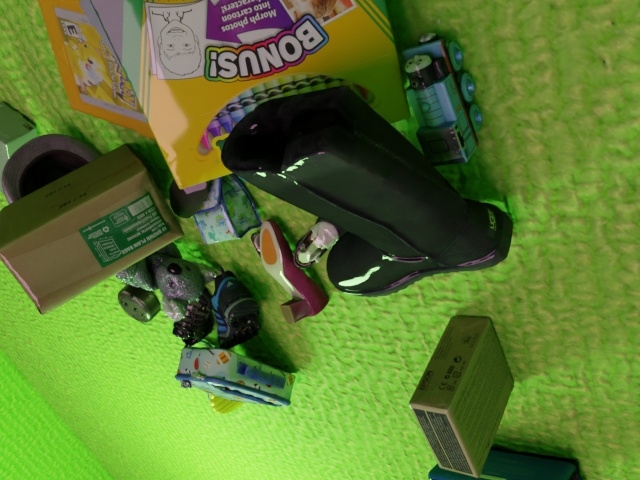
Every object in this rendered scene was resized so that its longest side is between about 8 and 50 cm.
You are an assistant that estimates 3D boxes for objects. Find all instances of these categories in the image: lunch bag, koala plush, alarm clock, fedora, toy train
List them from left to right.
[{"bbox_3d":[-0.631,-0.125,1.479,0.275,0.244,0.124,44,170,-20],"label":"fedora"},{"bbox_3d":[-0.555,0.204,1.824,0.129,0.064,0.192,26,142,14],"label":"alarm clock"},{"bbox_3d":[-0.378,0.078,1.486,0.221,0.196,0.203,32,152,6],"label":"koala plush"},{"bbox_3d":[-0.217,-0.076,1.283,0.128,0.096,0.151,-8,109,44],"label":"lunch bag"},{"bbox_3d":[-0.227,0.368,1.604,0.243,0.115,0.303,-6,154,43],"label":"lunch bag"},{"bbox_3d":[0.174,-0.199,0.855,0.080,0.105,0.184,-3,126,38],"label":"toy train"}]

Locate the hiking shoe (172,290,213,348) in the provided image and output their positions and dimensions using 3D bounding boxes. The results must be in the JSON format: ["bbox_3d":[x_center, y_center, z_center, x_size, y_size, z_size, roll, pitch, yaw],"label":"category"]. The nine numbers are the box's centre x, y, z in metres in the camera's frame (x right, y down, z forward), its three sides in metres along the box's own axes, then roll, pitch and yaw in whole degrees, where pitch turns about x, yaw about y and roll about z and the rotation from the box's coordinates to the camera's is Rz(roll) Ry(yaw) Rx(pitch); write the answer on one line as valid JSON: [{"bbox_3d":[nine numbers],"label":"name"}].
[{"bbox_3d":[-0.355,0.215,1.639,0.086,0.114,0.227,19,137,21],"label":"hiking shoe"}]

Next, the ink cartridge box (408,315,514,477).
[{"bbox_3d":[0.277,0.293,1.146,0.088,0.235,0.193,-2,126,38],"label":"ink cartridge box"}]

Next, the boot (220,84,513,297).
[{"bbox_3d":[0.029,-0.042,0.905,0.367,0.146,0.445,-20,153,37],"label":"boot"}]

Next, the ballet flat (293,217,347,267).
[{"bbox_3d":[0.000,0.000,1.204,0.074,0.074,0.203,41,140,-4],"label":"ballet flat"}]

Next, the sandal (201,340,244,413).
[{"bbox_3d":[-0.323,0.407,1.819,0.138,0.126,0.317,50,167,50],"label":"sandal"}]

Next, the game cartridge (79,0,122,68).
[{"bbox_3d":[-0.264,-0.408,0.982,0.297,0.062,0.198,-22,103,35],"label":"game cartridge"}]

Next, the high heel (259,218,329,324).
[{"bbox_3d":[-0.053,0.058,1.318,0.082,0.117,0.244,-7,105,52],"label":"high heel"}]

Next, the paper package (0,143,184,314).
[{"bbox_3d":[-0.496,-0.037,1.274,0.309,0.324,0.168,38,155,58],"label":"paper package"}]

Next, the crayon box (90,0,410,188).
[{"bbox_3d":[-0.086,-0.275,0.835,0.362,0.106,0.313,-17,121,5],"label":"crayon box"}]

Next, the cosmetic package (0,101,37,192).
[{"bbox_3d":[-0.821,-0.230,1.576,0.127,0.107,0.238,35,144,8],"label":"cosmetic package"}]

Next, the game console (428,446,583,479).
[{"bbox_3d":[0.434,0.574,1.356,0.293,0.250,0.174,-6,97,40],"label":"game console"}]

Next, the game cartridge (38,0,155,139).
[{"bbox_3d":[-0.398,-0.345,1.188,0.323,0.053,0.285,22,138,20],"label":"game cartridge"}]

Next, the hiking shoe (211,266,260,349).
[{"bbox_3d":[-0.223,0.183,1.544,0.132,0.113,0.304,60,153,22],"label":"hiking shoe"}]

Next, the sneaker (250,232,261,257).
[{"bbox_3d":[-0.122,0.028,1.351,0.057,0.047,0.119,18,139,53],"label":"sneaker"}]

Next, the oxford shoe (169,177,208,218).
[{"bbox_3d":[-0.255,-0.142,1.227,0.076,0.076,0.212,21,119,-4],"label":"oxford shoe"}]
